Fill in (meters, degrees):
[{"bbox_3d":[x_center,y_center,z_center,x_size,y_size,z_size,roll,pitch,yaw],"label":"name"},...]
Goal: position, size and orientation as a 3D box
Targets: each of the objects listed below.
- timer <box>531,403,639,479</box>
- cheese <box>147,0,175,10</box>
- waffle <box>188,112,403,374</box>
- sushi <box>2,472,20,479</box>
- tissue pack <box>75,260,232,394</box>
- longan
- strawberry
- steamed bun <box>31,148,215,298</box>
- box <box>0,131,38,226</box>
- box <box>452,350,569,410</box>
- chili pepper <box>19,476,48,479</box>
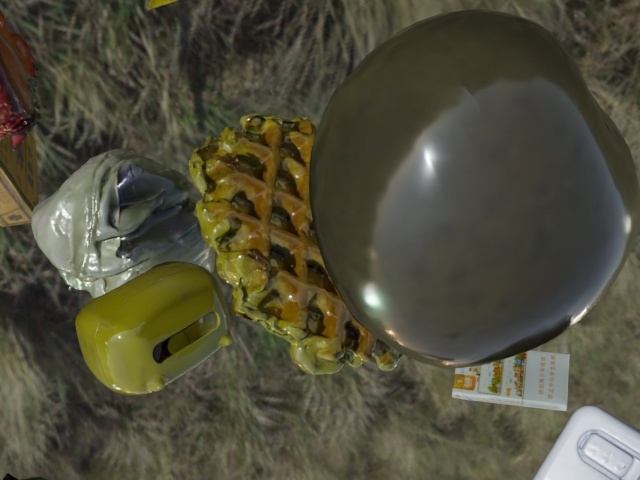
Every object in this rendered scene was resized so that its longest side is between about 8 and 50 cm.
[{"bbox_3d":[0.332,0.309,0.974,0.194,0.192,0.195,-59,159,0],"label":"timer"},{"bbox_3d":[-0.258,-0.499,1.627,0.171,0.093,0.126,-33,133,23],"label":"cheese"},{"bbox_3d":[0.000,0.000,0.961,0.068,0.325,0.302,-36,174,40],"label":"waffle"},{"bbox_3d":[-0.447,0.506,1.405,0.134,0.272,0.109,-61,179,3],"label":"sushi"},{"bbox_3d":[-0.197,0.107,1.079,0.178,0.127,0.123,-32,123,-38],"label":"tissue pack"},{"bbox_3d":[0.103,-0.036,0.598,0.246,0.215,0.246,-42,146,-37],"label":"longan"},{"bbox_3d":[-0.466,-0.235,1.190,0.097,0.175,0.228,-16,156,2],"label":"strawberry"},{"bbox_3d":[-0.320,-0.028,1.527,0.320,0.275,0.206,-1,160,-39],"label":"steamed bun"},{"bbox_3d":[-0.621,-0.173,1.671,0.083,0.193,0.301,-7,159,-4],"label":"box"},{"bbox_3d":[0.378,0.270,1.734,0.220,0.122,0.032,5,142,15],"label":"box"},{"bbox_3d":[-0.623,0.637,1.752,0.167,0.213,0.385,9,124,-41],"label":"chili pepper"}]
